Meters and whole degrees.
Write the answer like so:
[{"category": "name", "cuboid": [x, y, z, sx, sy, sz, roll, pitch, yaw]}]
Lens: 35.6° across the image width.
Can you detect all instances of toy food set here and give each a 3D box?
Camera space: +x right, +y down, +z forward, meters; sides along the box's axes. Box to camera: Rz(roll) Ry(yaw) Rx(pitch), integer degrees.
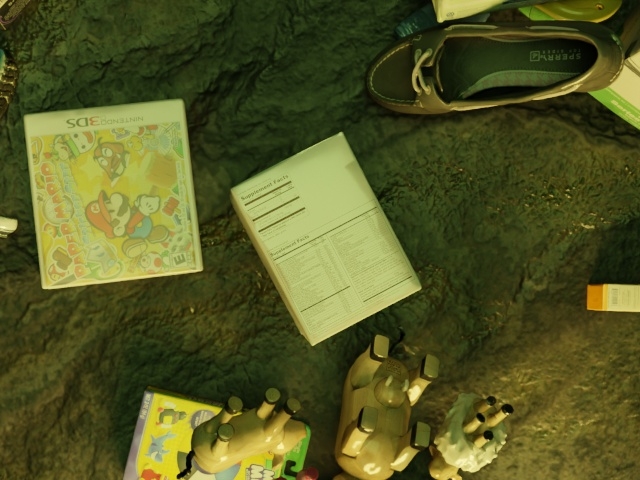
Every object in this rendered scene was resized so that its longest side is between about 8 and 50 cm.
[{"category": "toy food set", "cuboid": [0.288, -0.340, 1.309, 0.218, 0.071, 0.128, 38, 66, 15]}]

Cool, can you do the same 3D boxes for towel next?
[{"category": "towel", "cuboid": [0.160, -0.287, 1.322, 0.119, 0.029, 0.067, -35, 91, -4]}]

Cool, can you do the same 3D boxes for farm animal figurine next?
[{"category": "farm animal figurine", "cuboid": [0.032, 0.254, 1.197, 0.330, 0.172, 0.327, 34, 51, 2]}]

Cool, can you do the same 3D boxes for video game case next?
[{"category": "video game case", "cuboid": [-0.266, -0.061, 1.285, 0.206, 0.026, 0.227, -7, 89, -4]}]

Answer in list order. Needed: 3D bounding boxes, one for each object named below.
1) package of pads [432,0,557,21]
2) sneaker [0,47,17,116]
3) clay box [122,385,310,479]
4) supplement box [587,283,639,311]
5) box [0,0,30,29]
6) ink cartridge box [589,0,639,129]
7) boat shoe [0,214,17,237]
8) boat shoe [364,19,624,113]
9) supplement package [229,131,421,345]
[{"category": "package of pads", "cuboid": [0.225, -0.430, 1.249, 0.229, 0.101, 0.296, -11, 67, -6]}, {"category": "sneaker", "cuboid": [-0.442, -0.174, 1.257, 0.073, 0.063, 0.162, 27, 86, 0]}, {"category": "clay box", "cuboid": [-0.130, 0.274, 1.273, 0.222, 0.053, 0.127, 13, 87, -3]}, {"category": "supplement box", "cuboid": [0.410, 0.076, 1.315, 0.098, 0.062, 0.036, 3, 87, -5]}, {"category": "box", "cuboid": [-0.456, -0.417, 1.221, 0.270, 0.143, 0.165, 40, 86, -2]}, {"category": "ink cartridge box", "cuboid": [0.466, -0.263, 1.214, 0.121, 0.289, 0.211, 37, 86, -2]}, {"category": "boat shoe", "cuboid": [-0.475, -0.001, 1.252, 0.183, 0.065, 0.083, 5, 89, 3]}, {"category": "boat shoe", "cuboid": [0.196, -0.217, 1.216, 0.335, 0.095, 0.112, -1, 95, 27]}, {"category": "supplement package", "cuboid": [0.000, 0.000, 1.219, 0.149, 0.194, 0.203, -27, 91, -5]}]
